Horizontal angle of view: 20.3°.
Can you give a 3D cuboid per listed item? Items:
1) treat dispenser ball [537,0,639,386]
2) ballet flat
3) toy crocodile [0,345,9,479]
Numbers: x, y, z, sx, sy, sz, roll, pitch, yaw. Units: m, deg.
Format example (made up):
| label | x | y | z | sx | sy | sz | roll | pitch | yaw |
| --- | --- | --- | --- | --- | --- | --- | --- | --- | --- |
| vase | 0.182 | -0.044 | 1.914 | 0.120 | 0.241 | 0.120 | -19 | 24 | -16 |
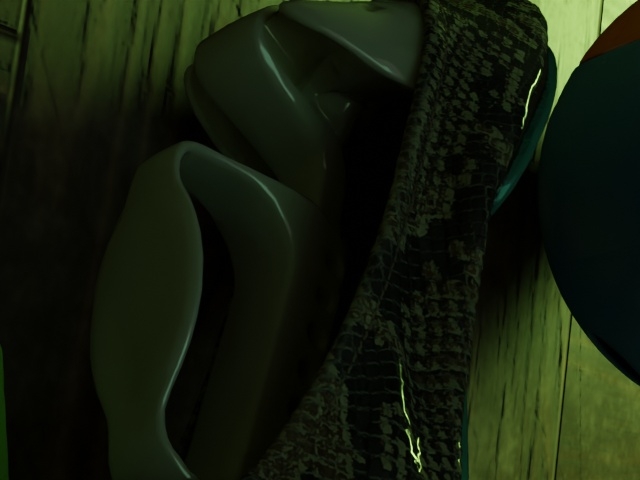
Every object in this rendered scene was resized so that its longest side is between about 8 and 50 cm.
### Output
| label | x | y | z | sx | sy | sz | roll | pitch | yaw |
| --- | --- | --- | --- | --- | --- | --- | --- | --- | --- |
| treat dispenser ball | 0.276 | -0.030 | 1.080 | 0.288 | 0.288 | 0.288 | -1 | 91 | -52 |
| ballet flat | 0.000 | 0.000 | 0.805 | 0.182 | 0.164 | 0.482 | 37 | 42 | -19 |
| toy crocodile | -0.154 | 0.195 | 0.698 | 0.115 | 0.105 | 0.340 | -8 | 93 | -53 |
